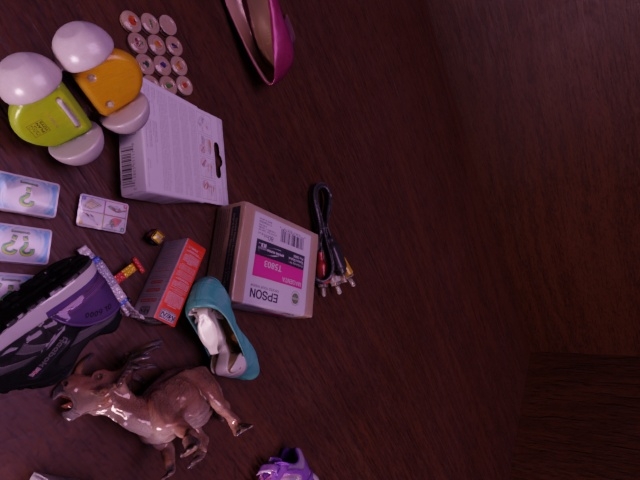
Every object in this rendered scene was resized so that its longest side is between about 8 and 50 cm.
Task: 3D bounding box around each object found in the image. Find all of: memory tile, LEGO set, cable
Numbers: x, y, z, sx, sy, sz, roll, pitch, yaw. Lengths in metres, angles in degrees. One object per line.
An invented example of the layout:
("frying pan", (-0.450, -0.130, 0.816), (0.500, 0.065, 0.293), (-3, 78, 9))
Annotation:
("memory tile", (-0.292, -0.334, 0.786), (0.113, 0.012, 0.148), (-25, 103, -52))
("LEGO set", (-0.337, 0.018, 0.630), (0.244, 0.060, 0.183), (15, 76, -51))
("cable", (0.000, 0.000, 1.097), (0.139, 0.072, 0.287), (-14, 83, -36))

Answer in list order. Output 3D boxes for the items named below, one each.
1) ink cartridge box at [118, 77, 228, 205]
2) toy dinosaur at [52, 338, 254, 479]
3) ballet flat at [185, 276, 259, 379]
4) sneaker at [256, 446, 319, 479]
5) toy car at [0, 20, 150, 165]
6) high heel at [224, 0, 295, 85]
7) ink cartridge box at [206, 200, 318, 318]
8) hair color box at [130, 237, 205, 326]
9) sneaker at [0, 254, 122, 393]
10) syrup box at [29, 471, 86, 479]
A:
("ink cartridge box", (-0.258, -0.159, 0.786), (0.232, 0.066, 0.189), (9, 76, -73))
("toy dinosaur", (-0.229, 0.246, 0.689), (0.200, 0.127, 0.295), (55, 12, 22))
("ballet flat", (-0.175, 0.181, 0.759), (0.087, 0.083, 0.247), (-80, 158, -58))
("sneaker", (-0.097, 0.483, 0.839), (0.236, 0.095, 0.105), (-13, 88, -58))
("toy car", (-0.343, -0.209, 0.597), (0.182, 0.136, 0.159), (-42, 154, -17))
("high heel", (-0.159, -0.514, 0.889), (0.377, 0.127, 0.181), (50, 37, -40))
("ink cartridge box", (-0.110, 0.050, 0.893), (0.234, 0.088, 0.193), (23, 65, -49))
("hair color box", (-0.250, 0.069, 0.720), (0.043, 0.072, 0.141), (42, 53, -41))
("sneaker", (-0.365, 0.148, 0.515), (0.283, 0.107, 0.124), (-43, 127, -34))
("syrup box", (-0.341, 0.420, 0.516), (0.093, 0.096, 0.237), (40, 54, -39))
